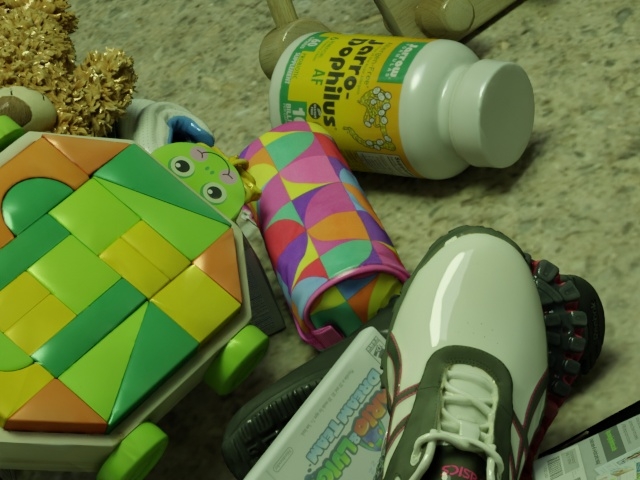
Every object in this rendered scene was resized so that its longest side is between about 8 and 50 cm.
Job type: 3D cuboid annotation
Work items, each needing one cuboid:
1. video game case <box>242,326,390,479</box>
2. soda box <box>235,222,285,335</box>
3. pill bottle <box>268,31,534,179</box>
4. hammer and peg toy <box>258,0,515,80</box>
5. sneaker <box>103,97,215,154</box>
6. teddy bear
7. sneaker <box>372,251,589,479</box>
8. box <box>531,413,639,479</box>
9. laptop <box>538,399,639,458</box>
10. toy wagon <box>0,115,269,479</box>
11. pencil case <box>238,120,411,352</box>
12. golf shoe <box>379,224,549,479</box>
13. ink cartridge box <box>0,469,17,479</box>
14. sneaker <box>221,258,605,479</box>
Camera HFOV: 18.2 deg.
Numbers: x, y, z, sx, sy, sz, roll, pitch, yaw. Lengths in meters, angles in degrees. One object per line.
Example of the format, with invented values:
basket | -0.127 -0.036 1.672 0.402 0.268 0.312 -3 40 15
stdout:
video game case | 0.038 0.159 1.319 0.157 0.143 0.019 -50 12 -34
soda box | -0.180 0.077 1.590 0.286 0.091 0.098 -27 36 -5
pill bottle | 0.069 -0.112 1.678 0.208 0.117 0.117 9 45 37
hammer and peg toy | 0.079 -0.306 1.808 0.361 0.266 0.127 -35 17 -18
sneaker | -0.220 -0.016 1.703 0.236 0.130 0.323 -5 33 32
teddy bear | -0.266 -0.133 1.650 0.245 0.113 0.338 22 31 -10
sneaker | 0.090 0.159 1.279 0.121 0.112 0.299 24 74 -5
box | 0.213 0.120 1.135 0.186 0.038 0.145 -27 6 6
laptop | 0.381 0.173 1.203 0.382 0.236 0.408 -28 63 -6
toy wagon | -0.162 0.016 1.446 0.267 0.068 0.344 40 52 10
pencil case | 0.000 0.000 1.579 0.104 0.104 0.236 -25 35 -3
golf shoe | 0.085 0.116 1.170 0.105 0.120 0.273 13 75 -5
ink cartridge box | -0.313 0.209 1.395 0.201 0.117 0.278 -24 54 -1
sneaker | 0.059 0.097 1.436 0.286 0.109 0.130 -23 24 -10
